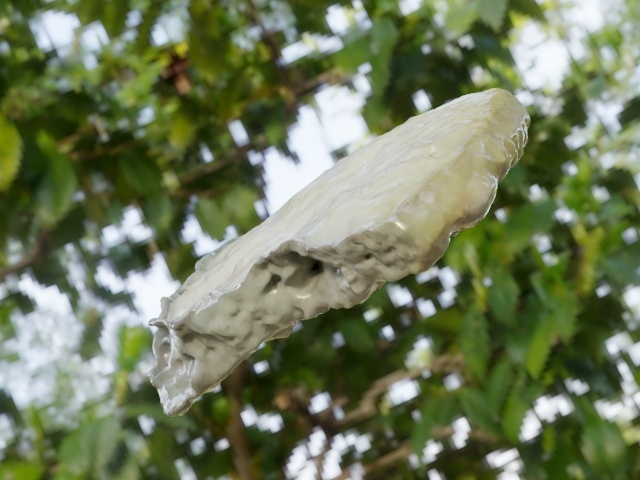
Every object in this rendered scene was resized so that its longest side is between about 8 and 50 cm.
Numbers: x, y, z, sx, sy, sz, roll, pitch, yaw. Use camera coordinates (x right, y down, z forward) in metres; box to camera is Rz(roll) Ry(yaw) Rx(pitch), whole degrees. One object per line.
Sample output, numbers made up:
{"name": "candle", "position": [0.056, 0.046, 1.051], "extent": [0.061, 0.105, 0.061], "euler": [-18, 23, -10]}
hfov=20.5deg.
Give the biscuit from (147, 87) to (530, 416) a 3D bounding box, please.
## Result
{"name": "biscuit", "position": [0.000, 0.000, 0.725], "extent": [0.188, 0.040, 0.265], "euler": [-39, 7, -15]}
